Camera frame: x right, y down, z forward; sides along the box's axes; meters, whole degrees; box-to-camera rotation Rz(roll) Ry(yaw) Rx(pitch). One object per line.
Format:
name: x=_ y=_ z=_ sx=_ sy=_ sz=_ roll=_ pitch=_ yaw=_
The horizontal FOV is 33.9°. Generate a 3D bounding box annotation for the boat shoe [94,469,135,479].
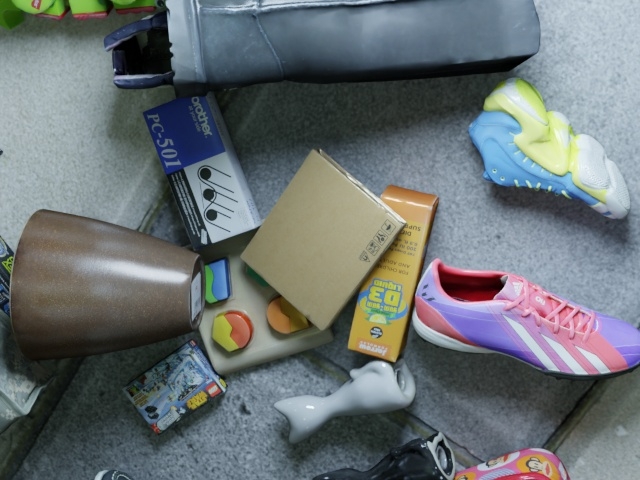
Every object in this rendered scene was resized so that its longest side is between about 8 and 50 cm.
boat shoe: x=-0.237 y=0.466 z=1.625 sx=0.091 sy=0.114 sz=0.302 roll=-26 pitch=111 yaw=17

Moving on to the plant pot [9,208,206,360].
plant pot: x=-0.284 y=0.068 z=1.473 sx=0.230 sy=0.215 sz=0.215 roll=3 pitch=106 yaw=5

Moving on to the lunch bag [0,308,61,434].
lunch bag: x=-0.569 y=0.178 z=1.511 sx=0.235 sy=0.169 sz=0.287 roll=-39 pitch=100 yaw=18

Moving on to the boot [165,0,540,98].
boot: x=0.030 y=-0.368 z=1.261 sx=0.445 sy=0.146 sz=0.367 roll=-6 pitch=102 yaw=-6

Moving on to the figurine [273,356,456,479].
figurine: x=0.057 y=0.289 z=1.532 sx=0.209 sy=0.092 sz=0.214 roll=-25 pitch=98 yaw=20

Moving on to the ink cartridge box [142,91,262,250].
ink cartridge box: x=-0.165 y=-0.100 z=1.471 sx=0.097 sy=0.046 sz=0.207 roll=-20 pitch=93 yaw=15

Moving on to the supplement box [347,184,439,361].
supplement box: x=0.101 y=0.046 z=1.458 sx=0.078 sy=0.080 sz=0.233 roll=13 pitch=109 yaw=9

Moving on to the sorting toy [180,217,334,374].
sorting toy: x=-0.102 y=0.084 z=1.526 sx=0.193 sy=0.038 sz=0.208 roll=-19 pitch=101 yaw=15

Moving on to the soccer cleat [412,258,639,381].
soccer cleat: x=0.284 y=0.104 z=1.409 sx=0.318 sy=0.108 sz=0.116 roll=11 pitch=132 yaw=9

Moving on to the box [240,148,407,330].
box: x=0.000 y=0.000 z=1.435 sx=0.164 sy=0.021 sz=0.201 roll=41 pitch=116 yaw=13

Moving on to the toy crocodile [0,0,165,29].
toy crocodile: x=-0.300 y=-0.343 z=1.410 sx=0.341 sy=0.115 sz=0.105 roll=-1 pitch=124 yaw=13

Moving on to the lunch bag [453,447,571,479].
lunch bag: x=0.273 y=0.467 z=1.525 sx=0.258 sy=0.120 sz=0.293 roll=-25 pitch=98 yaw=20

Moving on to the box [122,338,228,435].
box: x=-0.221 y=0.224 z=1.593 sx=0.137 sy=0.027 sz=0.094 roll=-35 pitch=95 yaw=18

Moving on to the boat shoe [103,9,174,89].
boat shoe: x=-0.116 y=-0.260 z=1.371 sx=0.341 sy=0.158 sz=0.127 roll=-12 pitch=102 yaw=14

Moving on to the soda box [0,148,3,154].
soda box: x=-0.551 y=-0.167 z=1.535 sx=0.060 sy=0.053 sz=0.169 roll=-41 pitch=94 yaw=18

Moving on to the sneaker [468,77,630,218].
sneaker: x=0.294 y=-0.101 z=1.389 sx=0.240 sy=0.091 sz=0.126 roll=46 pitch=126 yaw=-4

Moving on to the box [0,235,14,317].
box: x=-0.545 y=0.096 z=1.602 sx=0.216 sy=0.060 sz=0.270 roll=-34 pitch=97 yaw=17
